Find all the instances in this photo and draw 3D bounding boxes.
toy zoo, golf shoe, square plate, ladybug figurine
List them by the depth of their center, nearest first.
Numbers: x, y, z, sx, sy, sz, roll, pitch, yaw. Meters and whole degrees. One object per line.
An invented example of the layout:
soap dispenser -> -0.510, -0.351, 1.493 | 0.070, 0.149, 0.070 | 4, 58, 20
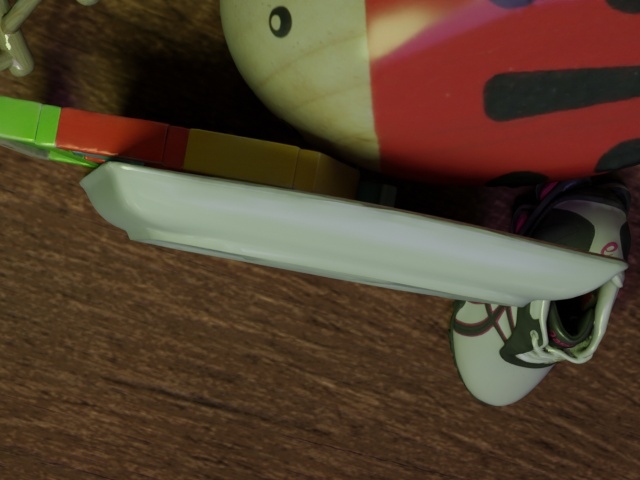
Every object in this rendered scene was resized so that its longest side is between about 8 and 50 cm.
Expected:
ladybug figurine -> 0.157, -0.155, 1.073 | 0.449, 0.162, 0.305 | -10, 135, 3
toy zoo -> -0.090, -0.058, 1.137 | 0.293, 0.030, 0.192 | 10, 178, 7
square plate -> 0.000, 0.000, 1.152 | 0.344, 0.347, 0.049 | 10, 88, -11
golf shoe -> 0.179, 0.065, 1.328 | 0.105, 0.120, 0.273 | 8, 134, -11

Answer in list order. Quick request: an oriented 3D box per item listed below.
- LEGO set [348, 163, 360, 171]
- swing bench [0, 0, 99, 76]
LEGO set -> 0.056, -0.079, 1.256 | 0.083, 0.023, 0.054 | 0, 133, 17
swing bench -> -0.313, -0.184, 0.939 | 0.255, 0.253, 0.165 | 60, 149, -2
